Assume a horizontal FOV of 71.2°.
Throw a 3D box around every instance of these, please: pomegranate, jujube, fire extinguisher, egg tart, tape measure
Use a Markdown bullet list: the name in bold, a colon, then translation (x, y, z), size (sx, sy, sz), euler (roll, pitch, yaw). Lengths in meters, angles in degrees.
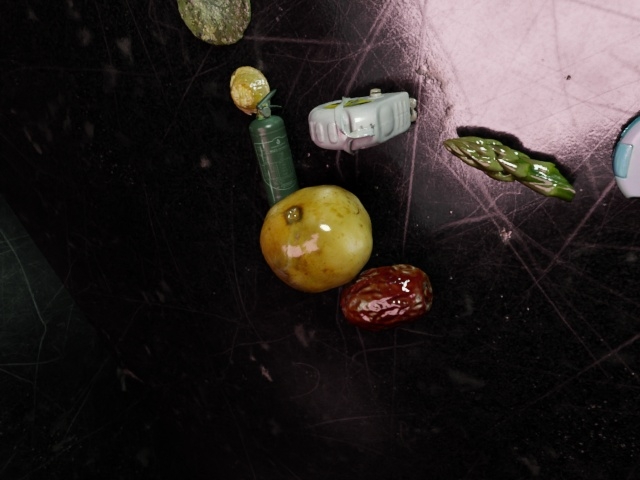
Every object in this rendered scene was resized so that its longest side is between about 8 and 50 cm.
- **pomegranate**: translation (-0.013, -0.006, 1.135), size (0.307, 0.307, 0.307), euler (15, 124, 23)
- **jujube**: translation (0.173, 0.156, 1.198), size (0.243, 0.183, 0.183), euler (-10, 112, 27)
- **fire extinguisher**: translation (-0.121, -0.234, 1.199), size (0.095, 0.114, 0.311), euler (30, 140, 54)
- **egg tart**: translation (-0.193, -0.393, 1.179), size (0.128, 0.049, 0.129), euler (13, 122, 23)
- **tape measure**: translation (0.074, -0.261, 0.984), size (0.197, 0.236, 0.120), euler (9, 120, 35)

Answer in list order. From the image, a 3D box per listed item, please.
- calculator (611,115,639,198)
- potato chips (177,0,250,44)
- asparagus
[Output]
- **calculator**: translation (0.689, -0.143, 0.790), size (0.293, 0.051, 0.173), euler (7, 119, 28)
- **potato chips**: translation (-0.273, -0.594, 1.122), size (0.219, 0.029, 0.202), euler (-1, 119, 30)
- **asparagus**: translation (0.396, -0.162, 0.943), size (0.287, 0.080, 0.080), euler (21, 126, 10)
